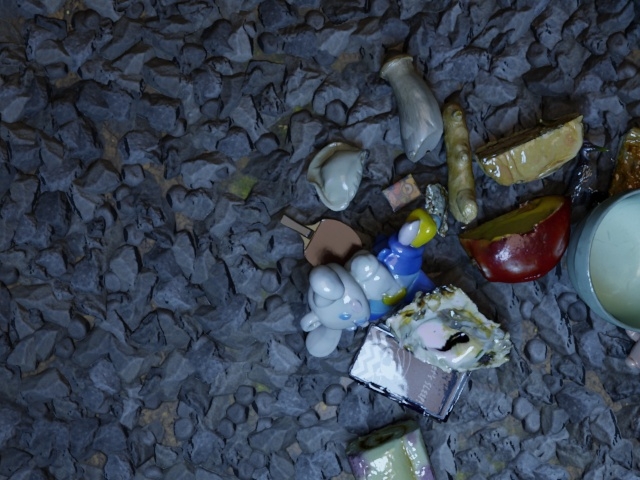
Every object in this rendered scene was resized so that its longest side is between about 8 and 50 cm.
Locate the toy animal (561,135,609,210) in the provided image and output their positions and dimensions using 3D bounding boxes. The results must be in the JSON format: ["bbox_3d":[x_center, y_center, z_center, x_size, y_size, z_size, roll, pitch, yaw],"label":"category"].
[{"bbox_3d":[0.624,-0.151,1.315,0.105,0.070,0.203,-1,95,21],"label":"toy animal"}]

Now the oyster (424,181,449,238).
[{"bbox_3d":[0.282,-0.075,1.337,0.029,0.086,0.132,-16,129,-29],"label":"oyster"}]

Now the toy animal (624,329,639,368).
[{"bbox_3d":[0.796,0.211,1.271,0.171,0.171,0.198,7,95,2],"label":"toy animal"}]

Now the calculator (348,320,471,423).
[{"bbox_3d":[0.218,0.320,1.356,0.274,0.028,0.166,27,89,-1],"label":"calculator"}]

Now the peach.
[{"bbox_3d":[0.477,0.007,1.276,0.267,0.159,0.154,-25,112,-5],"label":"peach"}]

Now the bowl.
[{"bbox_3d":[0.673,0.036,1.216,0.307,0.163,0.307,-1,95,-11],"label":"bowl"}]

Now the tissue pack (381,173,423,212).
[{"bbox_3d":[0.196,-0.114,1.343,0.083,0.035,0.063,-30,90,4],"label":"tissue pack"}]

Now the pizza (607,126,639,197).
[{"bbox_3d":[0.781,-0.101,1.302,0.226,0.086,0.336,-30,92,1],"label":"pizza"}]

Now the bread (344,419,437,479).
[{"bbox_3d":[0.195,0.613,1.298,0.187,0.155,0.339,-20,88,-6],"label":"bread"}]

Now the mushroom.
[{"bbox_3d":[0.222,-0.315,1.310,0.096,0.108,0.247,-21,93,-39],"label":"mushroom"}]

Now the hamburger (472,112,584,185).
[{"bbox_3d":[0.497,-0.207,1.299,0.261,0.124,0.131,-23,109,6],"label":"hamburger"}]

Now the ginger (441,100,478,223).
[{"bbox_3d":[0.324,-0.186,1.309,0.065,0.118,0.299,-6,83,-3],"label":"ginger"}]

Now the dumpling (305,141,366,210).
[{"bbox_3d":[0.029,-0.156,1.318,0.134,0.100,0.169,13,90,14],"label":"dumpling"}]

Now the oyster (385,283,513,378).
[{"bbox_3d":[0.296,0.208,1.280,0.201,0.107,0.354,-43,119,17],"label":"oyster"}]

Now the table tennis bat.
[{"bbox_3d":[0.000,0.000,1.359,0.220,0.019,0.130,29,92,0],"label":"table tennis bat"}]

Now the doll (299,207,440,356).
[{"bbox_3d":[0.115,0.101,1.239,0.365,0.376,0.187,-32,84,-17],"label":"doll"}]
